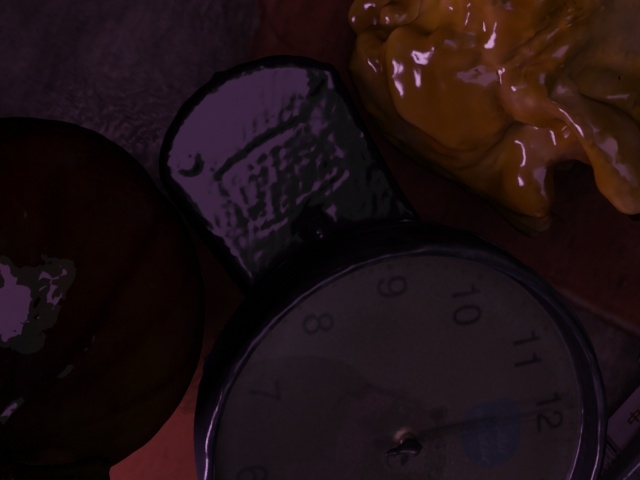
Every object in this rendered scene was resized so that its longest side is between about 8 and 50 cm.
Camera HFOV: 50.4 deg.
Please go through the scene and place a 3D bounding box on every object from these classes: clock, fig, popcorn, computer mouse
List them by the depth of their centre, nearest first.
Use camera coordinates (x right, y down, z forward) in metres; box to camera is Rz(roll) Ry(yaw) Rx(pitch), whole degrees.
[{"bbox_3d":[-0.186,0.042,0.411,0.234,0.214,0.235,6,113,15],"label":"fig"},{"bbox_3d":[0.138,-0.115,0.436,0.253,0.191,0.190,37,91,-7],"label":"popcorn"},{"bbox_3d":[0.057,0.128,0.444,0.280,0.055,0.281,-2,100,-12],"label":"clock"},{"bbox_3d":[0.000,0.000,0.482,0.137,0.086,0.270,-35,106,-6],"label":"computer mouse"}]

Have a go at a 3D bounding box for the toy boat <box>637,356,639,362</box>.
[{"bbox_3d":[0.310,0.057,0.542,0.122,0.034,0.096,-21,94,-2],"label":"toy boat"}]

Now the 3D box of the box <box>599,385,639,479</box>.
[{"bbox_3d":[0.303,0.176,0.520,0.155,0.067,0.243,38,99,-8],"label":"box"}]
